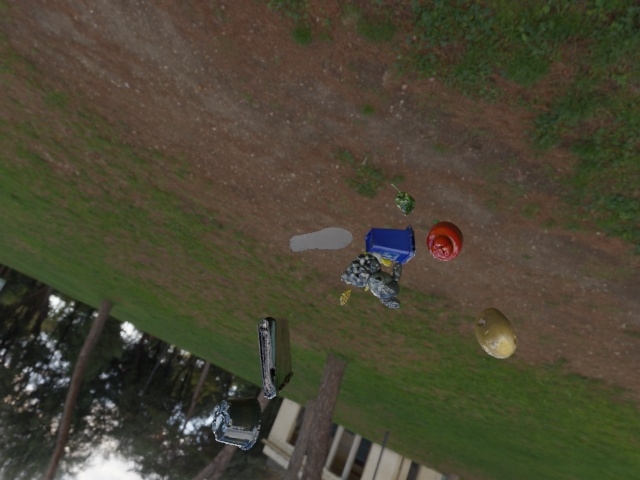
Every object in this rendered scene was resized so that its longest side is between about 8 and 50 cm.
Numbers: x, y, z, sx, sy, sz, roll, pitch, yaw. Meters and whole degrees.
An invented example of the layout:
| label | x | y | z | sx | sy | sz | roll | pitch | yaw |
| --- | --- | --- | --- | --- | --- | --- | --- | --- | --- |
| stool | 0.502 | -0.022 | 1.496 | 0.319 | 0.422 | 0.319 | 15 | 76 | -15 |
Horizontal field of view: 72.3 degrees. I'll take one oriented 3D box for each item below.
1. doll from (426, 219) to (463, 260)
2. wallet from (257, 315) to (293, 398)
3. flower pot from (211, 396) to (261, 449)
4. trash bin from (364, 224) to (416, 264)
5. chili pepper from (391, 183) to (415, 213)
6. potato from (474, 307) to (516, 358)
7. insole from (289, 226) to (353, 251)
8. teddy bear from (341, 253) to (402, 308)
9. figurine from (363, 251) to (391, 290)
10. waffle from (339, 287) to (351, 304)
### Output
| label | x | y | z | sx | sy | sz | roll | pitch | yaw |
| --- | --- | --- | --- | --- | --- | --- | --- | --- | --- |
| doll | 0.592 | 0.003 | 2.085 | 0.160 | 0.363 | 0.183 | -21 | 97 | 26 |
| wallet | -0.103 | 0.267 | 1.051 | 0.045 | 0.173 | 0.318 | -5 | 172 | 1 |
| flower pot | -0.266 | 0.561 | 1.358 | 0.106 | 0.158 | 0.157 | 21 | 167 | -33 |
| trash bin | 0.353 | 0.009 | 2.224 | 0.234 | 0.184 | 0.162 | 8 | 153 | -11 |
| chili pepper | 0.331 | -0.152 | 1.731 | 0.073 | 0.072 | 0.204 | 13 | 172 | 27 |
| potato | 0.717 | 0.382 | 1.800 | 0.150 | 0.234 | 0.146 | -30 | 112 | 16 |
| insole | 0.000 | 0.000 | 2.058 | 0.322 | 0.109 | 0.007 | -9 | 179 | 22 |
| teddy bear | 0.225 | 0.136 | 1.706 | 0.251 | 0.171 | 0.144 | 25 | 168 | 33 |
| figurine | 0.223 | 0.135 | 1.930 | 0.129 | 0.178 | 0.109 | 21 | 169 | 29 |
| waffle | 0.108 | 0.248 | 1.915 | 0.016 | 0.078 | 0.085 | 31 | 141 | 25 |
